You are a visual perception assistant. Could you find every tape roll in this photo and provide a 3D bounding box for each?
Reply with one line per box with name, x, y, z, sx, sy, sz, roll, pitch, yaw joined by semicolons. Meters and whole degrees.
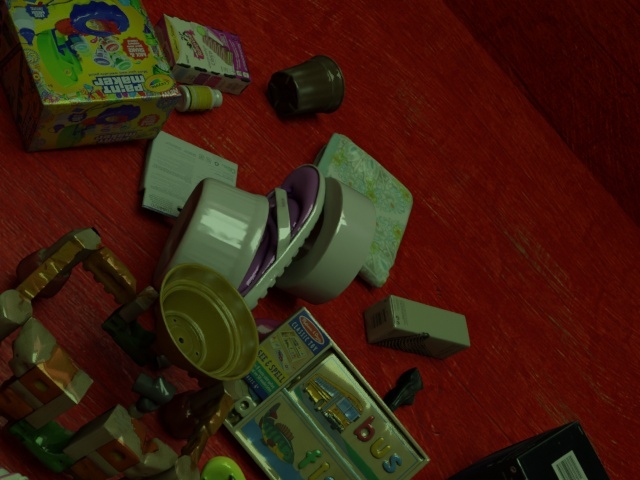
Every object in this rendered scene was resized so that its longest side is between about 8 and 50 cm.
tape roll;0.000;0.000;1.664;0.100;0.286;0.286;27;47;-27

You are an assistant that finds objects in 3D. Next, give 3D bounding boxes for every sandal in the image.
sandal;-0.111;-0.024;1.589;0.102;0.169;0.416;49;55;-37

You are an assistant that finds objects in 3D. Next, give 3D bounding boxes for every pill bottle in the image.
pill bottle;-0.302;-0.351;1.792;0.116;0.065;0.065;-12;71;-46

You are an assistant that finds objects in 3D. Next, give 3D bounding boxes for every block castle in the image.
block castle;-0.373;0.231;1.218;0.453;0.213;0.303;49;29;-14

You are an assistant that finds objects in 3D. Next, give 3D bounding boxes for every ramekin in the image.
ramekin;-0.227;0.008;1.462;0.135;0.277;0.277;26;47;-18

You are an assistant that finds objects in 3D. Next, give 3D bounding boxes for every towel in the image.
towel;0.097;-0.095;1.968;0.320;0.090;0.374;40;43;-14

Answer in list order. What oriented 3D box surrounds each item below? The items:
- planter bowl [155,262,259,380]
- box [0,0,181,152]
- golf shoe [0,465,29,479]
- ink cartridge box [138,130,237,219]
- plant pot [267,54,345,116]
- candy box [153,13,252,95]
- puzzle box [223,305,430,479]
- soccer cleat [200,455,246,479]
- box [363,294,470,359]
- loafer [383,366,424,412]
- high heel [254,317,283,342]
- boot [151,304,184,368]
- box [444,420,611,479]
planter bowl;-0.212;0.153;1.230;0.217;0.090;0.217;37;34;-31
box;-0.492;-0.357;1.508;0.290;0.177;0.279;-14;73;-38
golf shoe;-0.445;0.414;1.093;0.306;0.115;0.140;22;46;-32
ink cartridge box;-0.299;-0.119;1.648;0.223;0.045;0.224;23;50;-29
plant pot;-0.047;-0.420;2.019;0.165;0.167;0.167;-24;80;-40
candy box;-0.304;-0.477;1.874;0.233;0.071;0.159;2;62;-41
puzzle box;-0.007;0.371;1.448;0.272;0.052;0.409;-41;93;-10
soccer cleat;-0.144;0.471;1.278;0.121;0.093;0.289;-91;165;-60
box;0.250;0.227;1.867;0.275;0.113;0.094;17;53;-33
loafer;0.207;0.375;1.763;0.061;0.062;0.170;57;42;-3
high heel;0.002;0.290;1.523;0.377;0.181;0.127;35;84;-21
boot;-0.316;0.191;1.422;0.118;0.042;0.087;50;48;7
box;0.452;0.576;1.668;0.296;0.294;0.183;-8;66;-46
